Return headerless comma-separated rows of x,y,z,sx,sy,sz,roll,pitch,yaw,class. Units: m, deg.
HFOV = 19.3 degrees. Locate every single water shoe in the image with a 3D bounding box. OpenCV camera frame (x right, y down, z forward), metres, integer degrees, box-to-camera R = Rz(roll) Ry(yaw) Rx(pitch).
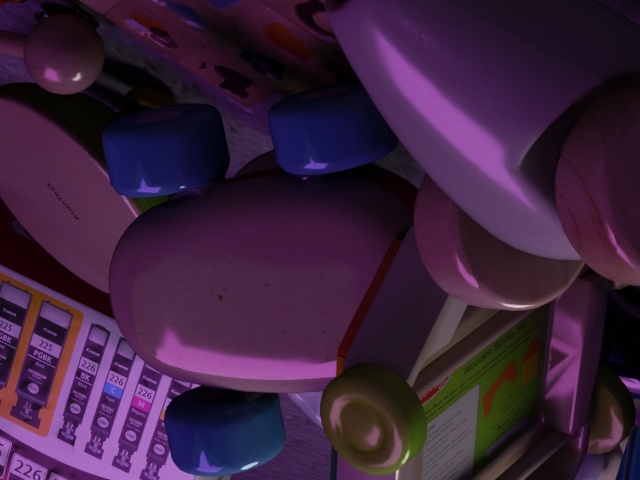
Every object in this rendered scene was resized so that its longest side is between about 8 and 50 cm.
0.197,0.076,1.256,0.203,0.073,0.080,23,166,18,water shoe

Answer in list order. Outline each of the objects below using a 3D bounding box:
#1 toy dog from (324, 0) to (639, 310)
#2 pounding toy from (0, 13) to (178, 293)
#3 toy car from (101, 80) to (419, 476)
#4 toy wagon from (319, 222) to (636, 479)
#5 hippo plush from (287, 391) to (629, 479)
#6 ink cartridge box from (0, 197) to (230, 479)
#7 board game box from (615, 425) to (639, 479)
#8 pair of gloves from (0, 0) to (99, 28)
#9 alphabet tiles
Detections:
0.073,-0.117,0.783,0.220,0.161,0.333,16,147,44,toy dog
-0.156,-0.080,1.328,0.183,0.110,0.237,16,141,44,pounding toy
0.000,0.000,1.191,0.210,0.219,0.238,-6,-165,21,toy car
0.092,0.060,1.031,0.068,0.267,0.344,20,123,31,toy wagon
0.085,0.125,1.465,0.294,0.234,0.236,-26,96,53,hippo plush
-0.201,0.069,1.520,0.309,0.272,0.130,24,-151,9,ink cartridge box
0.323,0.218,1.153,0.308,0.086,0.302,10,161,8,board game box
-0.192,-0.158,1.269,0.083,0.010,0.074,30,163,-20,pair of gloves
-0.051,-0.150,1.060,0.285,0.011,0.342,31,164,-16,alphabet tiles
